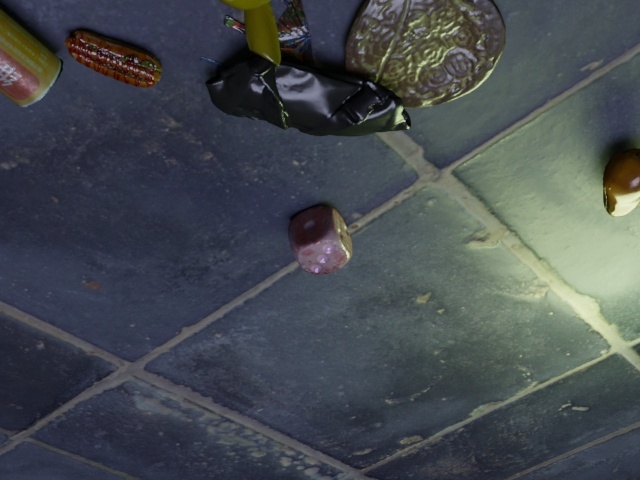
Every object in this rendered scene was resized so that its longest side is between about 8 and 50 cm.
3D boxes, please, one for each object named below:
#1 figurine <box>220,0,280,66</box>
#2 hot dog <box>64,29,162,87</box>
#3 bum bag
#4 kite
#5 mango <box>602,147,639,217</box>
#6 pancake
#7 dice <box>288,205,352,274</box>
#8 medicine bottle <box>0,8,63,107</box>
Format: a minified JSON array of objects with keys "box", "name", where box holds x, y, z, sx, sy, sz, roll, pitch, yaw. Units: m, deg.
[{"box":[-0.123,-0.386,0.987,0.327,0.169,0.218,26,133,-31],"name":"figurine"},{"box":[-0.300,-0.261,1.196,0.144,0.038,0.062,19,132,-26],"name":"hot dog"},{"box":[-0.010,-0.209,1.252,0.327,0.079,0.142,8,157,-16],"name":"bum bag"},{"box":[-0.074,-0.289,1.221,0.160,0.010,0.183,23,130,-30],"name":"kite"},{"box":[0.550,-0.107,1.472,0.105,0.084,0.159,-25,158,-4],"name":"mango"},{"box":[0.156,-0.291,1.238,0.250,0.031,0.250,-4,138,-3],"name":"pancake"},{"box":[0.000,0.000,1.492,0.093,0.094,0.091,-20,138,15],"name":"dice"},{"box":[-0.515,-0.332,1.041,0.108,0.108,0.426,-29,136,22],"name":"medicine bottle"}]
